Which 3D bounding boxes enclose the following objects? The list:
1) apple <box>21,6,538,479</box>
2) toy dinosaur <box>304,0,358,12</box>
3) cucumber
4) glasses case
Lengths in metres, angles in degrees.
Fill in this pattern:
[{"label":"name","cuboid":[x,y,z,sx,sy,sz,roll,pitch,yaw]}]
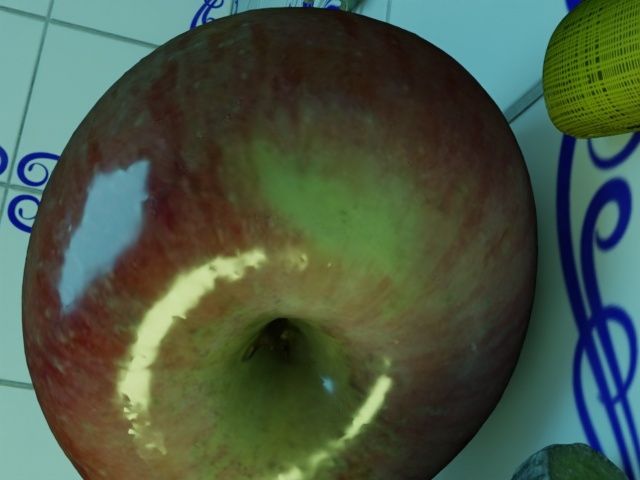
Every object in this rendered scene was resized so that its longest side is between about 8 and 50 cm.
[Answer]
[{"label":"apple","cuboid":[-0.027,0.017,0.598,0.269,0.344,0.345,-103,28,-63]},{"label":"toy dinosaur","cuboid":[0.032,-0.352,1.195,0.142,0.057,0.212,-50,31,40]},{"label":"cucumber","cuboid":[0.110,0.154,0.458,0.064,0.064,0.112,-95,22,-49]},{"label":"glasses case","cuboid":[0.172,-0.096,0.416,0.234,0.064,0.079,177,98,-75]}]
